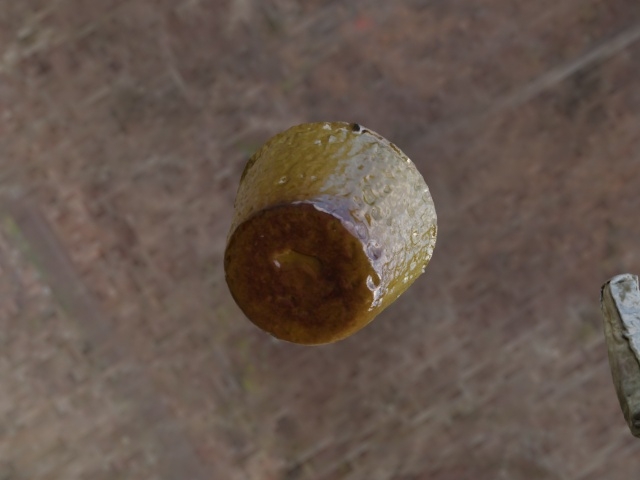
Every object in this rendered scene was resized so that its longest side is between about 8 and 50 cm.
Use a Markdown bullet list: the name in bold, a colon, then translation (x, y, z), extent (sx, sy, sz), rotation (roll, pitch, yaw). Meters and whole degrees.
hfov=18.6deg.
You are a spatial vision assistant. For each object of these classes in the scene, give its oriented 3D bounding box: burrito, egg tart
- **burrito**: translation (0.306, 0.115, 1.889), extent (0.058, 0.045, 0.188), rotation (117, -26, -53)
- **egg tart**: translation (0.000, 0.000, 1.820), extent (0.203, 0.202, 0.147), rotation (59, 23, -12)
